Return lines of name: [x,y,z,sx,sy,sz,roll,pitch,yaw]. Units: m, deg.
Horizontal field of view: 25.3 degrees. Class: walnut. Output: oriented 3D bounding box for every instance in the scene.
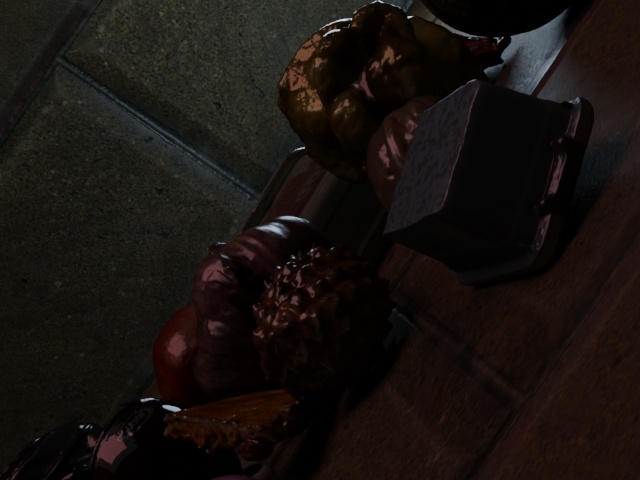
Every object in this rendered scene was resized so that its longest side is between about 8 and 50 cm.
walnut: [0.123,-0.082,1.583,0.140,0.162,0.140,-27,-19,-10]

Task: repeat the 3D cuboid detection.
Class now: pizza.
pizza: [-0.079,0.209,1.576,0.193,0.201,0.053,-102,2,-85]

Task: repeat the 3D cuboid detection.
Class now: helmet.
helmet: [-0.189,0.294,1.700,0.193,0.216,0.189,6,38,37]

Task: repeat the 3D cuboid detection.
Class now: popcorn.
popcorn: [0.074,-0.180,1.772,0.276,0.276,0.225,158,103,-77]

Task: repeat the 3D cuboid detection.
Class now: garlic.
garlic: [-0.047,0.097,1.719,0.160,0.245,0.245,27,80,46]

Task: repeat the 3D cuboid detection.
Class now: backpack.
backpack: [-0.420,0.455,2.289,0.363,0.255,0.445,-58,-6,-24]

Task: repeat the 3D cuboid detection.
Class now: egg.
egg: [0.241,-0.383,1.812,0.289,0.238,0.238,-11,41,51]

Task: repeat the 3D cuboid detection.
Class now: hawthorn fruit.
hawthorn fruit: [-0.159,0.188,2.120,0.179,0.179,0.200,-55,24,5]

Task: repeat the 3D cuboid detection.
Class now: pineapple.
pineapple: [0.006,0.080,1.575,0.166,0.166,0.193,-49,8,41]

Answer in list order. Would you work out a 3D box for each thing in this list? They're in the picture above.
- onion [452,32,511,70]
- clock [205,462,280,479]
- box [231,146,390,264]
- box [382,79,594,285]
onion: [0.146,-0.238,2.060,0.283,0.120,0.227,-36,1,26]
clock: [-0.136,0.314,1.437,0.228,0.090,0.248,-24,7,11]
box: [0.000,0.000,1.972,0.182,0.175,0.312,-26,29,56]
box: [0.153,-0.052,1.312,0.227,0.130,0.162,157,131,-74]
